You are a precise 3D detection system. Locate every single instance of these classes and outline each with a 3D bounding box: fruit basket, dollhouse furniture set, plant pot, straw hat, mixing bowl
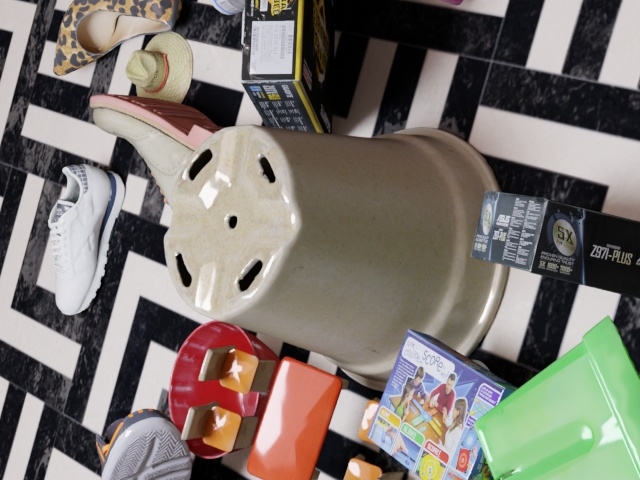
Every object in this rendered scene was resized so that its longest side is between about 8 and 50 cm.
[{"bbox_3d":[0.365,0.243,1.411,0.392,0.283,0.392,-8,64,16],"label":"fruit basket"},{"bbox_3d":[-0.048,0.272,1.824,0.262,0.135,0.259,19,95,19],"label":"dollhouse furniture set"},{"bbox_3d":[0.000,0.000,1.792,0.334,0.305,0.334,-13,72,44],"label":"plant pot"},{"bbox_3d":[-0.261,-0.258,2.305,0.144,0.061,0.144,-14,70,44],"label":"straw hat"},{"bbox_3d":[-0.106,0.199,2.008,0.181,0.098,0.181,-12,73,45],"label":"mixing bowl"}]

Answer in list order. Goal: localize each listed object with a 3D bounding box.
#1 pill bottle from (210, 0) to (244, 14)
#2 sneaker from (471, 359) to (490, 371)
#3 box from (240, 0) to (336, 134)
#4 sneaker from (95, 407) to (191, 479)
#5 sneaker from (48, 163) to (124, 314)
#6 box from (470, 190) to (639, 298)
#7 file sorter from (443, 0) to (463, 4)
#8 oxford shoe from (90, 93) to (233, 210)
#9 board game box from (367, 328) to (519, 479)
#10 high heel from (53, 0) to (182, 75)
[{"bbox_3d":[-0.091,-0.370,2.139,0.137,0.078,0.078,-12,73,44],"label":"pill bottle"},{"bbox_3d":[0.177,0.220,1.708,0.080,0.094,0.212,-52,48,24],"label":"sneaker"},{"bbox_3d":[-0.034,-0.274,1.902,0.079,0.322,0.257,-1,78,7],"label":"box"},{"bbox_3d":[-0.254,0.293,2.048,0.321,0.124,0.180,98,155,-46],"label":"sneaker"},{"bbox_3d":[-0.381,-0.002,2.348,0.090,0.095,0.235,14,93,45],"label":"sneaker"},{"bbox_3d":[0.260,0.004,1.588,0.180,0.147,0.078,-162,85,-76],"label":"box"},{"bbox_3d":[0.172,-0.449,1.797,0.291,0.202,0.182,-45,55,30],"label":"file sorter"},{"bbox_3d":[-0.212,-0.115,2.163,0.397,0.140,0.146,26,107,46],"label":"oxford shoe"},{"bbox_3d":[0.133,0.191,1.653,0.201,0.035,0.136,31,102,59],"label":"board game box"},{"bbox_3d":[-0.320,-0.315,2.347,0.261,0.093,0.186,-46,42,18],"label":"high heel"}]
